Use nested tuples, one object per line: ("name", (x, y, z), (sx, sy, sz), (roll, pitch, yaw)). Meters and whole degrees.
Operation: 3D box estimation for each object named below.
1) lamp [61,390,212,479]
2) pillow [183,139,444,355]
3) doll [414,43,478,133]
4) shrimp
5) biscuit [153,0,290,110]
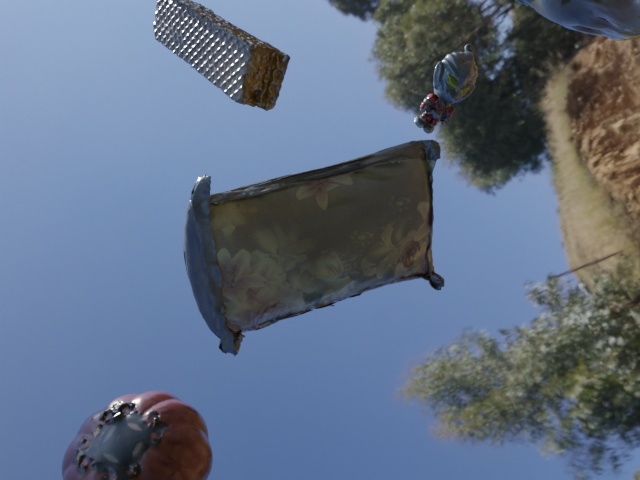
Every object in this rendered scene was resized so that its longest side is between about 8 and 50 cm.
("lamp", (-0.218, 0.274, 0.729), (0.182, 0.182, 0.140), (-77, -19, -45))
("pillow", (0.000, 0.000, 0.566), (0.255, 0.059, 0.168), (-14, -76, -18))
("doll", (0.240, -0.285, 1.127), (0.094, 0.180, 0.079), (26, -169, -23))
("shrimp", (0.120, -0.218, 0.407), (0.254, 0.059, 0.145), (45, -157, 6))
("biscuit", (-0.180, -0.317, 0.971), (0.054, 0.094, 0.379), (-3, -147, -39))
